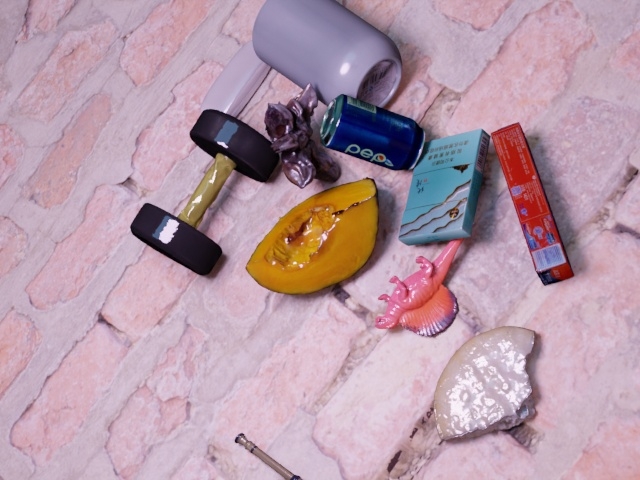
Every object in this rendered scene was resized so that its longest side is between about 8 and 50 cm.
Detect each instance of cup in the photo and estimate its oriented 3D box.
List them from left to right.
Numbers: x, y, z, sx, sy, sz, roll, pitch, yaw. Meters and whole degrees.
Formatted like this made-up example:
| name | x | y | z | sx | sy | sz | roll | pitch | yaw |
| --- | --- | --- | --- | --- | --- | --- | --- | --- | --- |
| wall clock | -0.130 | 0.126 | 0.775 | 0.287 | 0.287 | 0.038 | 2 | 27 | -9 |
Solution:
| name | x | y | z | sx | sy | sz | roll | pitch | yaw |
| --- | --- | --- | --- | --- | --- | --- | --- | --- | --- |
| cup | 0.019 | -0.410 | 2.053 | 0.205 | 0.205 | 0.312 | -48 | 60 | -1 |

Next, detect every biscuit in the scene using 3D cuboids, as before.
| name | x | y | z | sx | sy | sz | roll | pitch | yaw |
| --- | --- | --- | --- | --- | --- | --- | --- | --- | --- |
| biscuit | 0.312 | 0.269 | 1.729 | 0.188 | 0.040 | 0.265 | 34 | 85 | 34 |

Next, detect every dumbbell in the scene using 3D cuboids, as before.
| name | x | y | z | sx | sy | sz | roll | pitch | yaw |
| --- | --- | --- | --- | --- | --- | --- | --- | --- | --- |
| dumbbell | -0.250 | -0.105 | 2.043 | 0.203 | 0.204 | 0.322 | 26 | 81 | 30 |

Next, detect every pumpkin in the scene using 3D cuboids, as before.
| name | x | y | z | sx | sy | sz | roll | pitch | yaw |
| --- | --- | --- | --- | --- | --- | --- | --- | --- | --- |
| pumpkin | 0.000 | 0.000 | 1.954 | 0.312 | 0.148 | 0.169 | -27 | 21 | 2 |

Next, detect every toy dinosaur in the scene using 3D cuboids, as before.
| name | x | y | z | sx | sy | sz | roll | pitch | yaw |
| --- | --- | --- | --- | --- | --- | --- | --- | --- | --- |
| toy dinosaur | 0.231 | 0.095 | 1.834 | 0.286 | 0.070 | 0.139 | -39 | 70 | -3 |

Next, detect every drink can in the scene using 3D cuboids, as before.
| name | x | y | z | sx | sy | sz | roll | pitch | yaw |
| --- | --- | --- | --- | --- | --- | --- | --- | --- | --- |
| drink can | 0.107 | -0.219 | 1.933 | 0.204 | 0.118 | 0.118 | 18 | 73 | -12 |

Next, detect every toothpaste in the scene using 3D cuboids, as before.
| name | x | y | z | sx | sy | sz | roll | pitch | yaw |
| --- | --- | --- | --- | --- | --- | --- | --- | --- | --- |
| toothpaste | 0.407 | -0.074 | 1.811 | 0.066 | 0.076 | 0.320 | -19 | 63 | 16 |

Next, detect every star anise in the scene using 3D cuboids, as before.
| name | x | y | z | sx | sy | sz | roll | pitch | yaw |
| --- | --- | --- | --- | --- | --- | --- | --- | --- | --- |
| star anise | -0.050 | -0.213 | 1.973 | 0.129 | 0.283 | 0.212 | -13 | 92 | 14 |

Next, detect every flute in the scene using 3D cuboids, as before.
| name | x | y | z | sx | sy | sz | roll | pitch | yaw |
| --- | --- | --- | --- | --- | --- | --- | --- | --- | --- |
| flute | -0.079 | 0.448 | 1.834 | 0.233 | 0.027 | 0.027 | 30 | 83 | 30 |

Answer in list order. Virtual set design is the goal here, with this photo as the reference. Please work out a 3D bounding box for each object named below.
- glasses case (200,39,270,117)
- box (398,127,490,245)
| name | x | y | z | sx | sy | sz | roll | pitch | yaw |
| --- | --- | --- | --- | --- | --- | --- | --- | --- | --- |
| glasses case | -0.196 | -0.374 | 2.216 | 0.092 | 0.059 | 0.233 | 30 | 82 | 29 |
| box | 0.247 | -0.106 | 1.872 | 0.162 | 0.041 | 0.229 | -9 | 57 | 45 |
